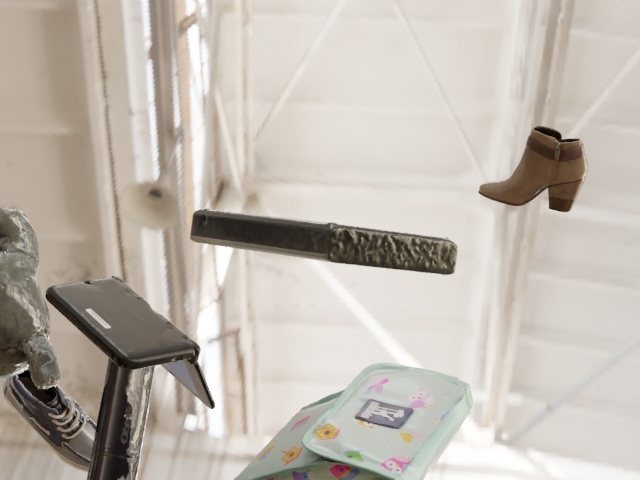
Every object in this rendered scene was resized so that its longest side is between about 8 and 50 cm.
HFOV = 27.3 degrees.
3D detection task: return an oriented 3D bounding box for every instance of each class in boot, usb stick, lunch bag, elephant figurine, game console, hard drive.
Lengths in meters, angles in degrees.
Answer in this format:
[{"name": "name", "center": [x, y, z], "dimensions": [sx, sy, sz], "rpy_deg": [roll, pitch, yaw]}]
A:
[{"name": "boot", "center": [-0.349, 0.243, 1.779], "dimensions": [0.190, 0.069, 0.086], "rpy_deg": [39, -26, -6]}, {"name": "usb stick", "center": [-0.261, 0.226, 1.746], "dimensions": [0.045, 0.278, 0.077], "rpy_deg": [-4, -19, 39]}, {"name": "lunch bag", "center": [0.046, 0.265, 1.591], "dimensions": [0.262, 0.223, 0.160], "rpy_deg": [-29, -83, 38]}, {"name": "elephant figurine", "center": [-0.371, 0.060, 1.165], "dimensions": [0.239, 0.169, 0.186], "rpy_deg": [-3, -7, -24]}, {"name": "boot", "center": [0.226, -0.079, 1.397], "dimensions": [0.118, 0.042, 0.087], "rpy_deg": [11, -61, 22]}, {"name": "game console", "center": [-0.152, 0.087, 1.057], "dimensions": [0.122, 0.107, 0.071], "rpy_deg": [34, -61, 38]}, {"name": "hard drive", "center": [0.000, 0.000, 0.765], "dimensions": [0.094, 0.022, 0.135], "rpy_deg": [7, 0, -38]}]
